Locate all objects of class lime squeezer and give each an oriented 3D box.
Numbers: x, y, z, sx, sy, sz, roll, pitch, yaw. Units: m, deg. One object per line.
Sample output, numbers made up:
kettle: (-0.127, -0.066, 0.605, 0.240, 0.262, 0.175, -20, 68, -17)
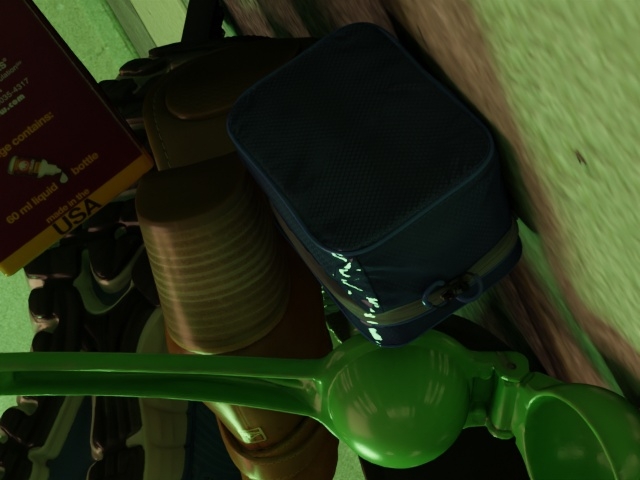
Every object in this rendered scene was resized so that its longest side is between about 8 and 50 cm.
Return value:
lime squeezer: (0.038, 0.079, 0.441, 0.310, 0.110, 0.059, 24, 149, 24)

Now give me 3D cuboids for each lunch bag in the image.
lunch bag: (0.022, -0.014, 0.445, 0.098, 0.067, 0.065, 53, 174, 38)

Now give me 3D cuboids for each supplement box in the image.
supplement box: (-0.160, -0.089, 0.538, 0.188, 0.081, 0.104, 55, 175, -39)

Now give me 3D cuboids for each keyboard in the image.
keyboard: (-0.086, -0.066, 0.856, 0.108, 0.023, 0.180, 67, -147, -80)

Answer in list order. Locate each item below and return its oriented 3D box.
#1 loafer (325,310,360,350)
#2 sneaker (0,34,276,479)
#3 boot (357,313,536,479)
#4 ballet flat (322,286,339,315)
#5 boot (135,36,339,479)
loafer: (0.009, 0.063, 0.956, 0.094, 0.087, 0.251, 58, 176, 5)
sneaker: (-0.073, 0.049, 0.682, 0.130, 0.330, 0.147, 6, 161, 29)
boot: (0.079, 0.135, 0.677, 0.263, 0.091, 0.229, 57, 175, -11)
ballet flat: (0.000, 0.000, 0.759, 0.057, 0.049, 0.173, 61, 161, 25)
boot: (-0.025, 0.009, 0.570, 0.197, 0.073, 0.152, -73, -28, -55)
